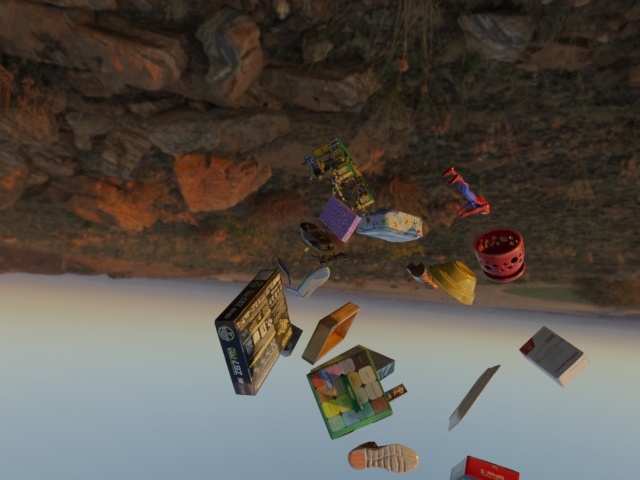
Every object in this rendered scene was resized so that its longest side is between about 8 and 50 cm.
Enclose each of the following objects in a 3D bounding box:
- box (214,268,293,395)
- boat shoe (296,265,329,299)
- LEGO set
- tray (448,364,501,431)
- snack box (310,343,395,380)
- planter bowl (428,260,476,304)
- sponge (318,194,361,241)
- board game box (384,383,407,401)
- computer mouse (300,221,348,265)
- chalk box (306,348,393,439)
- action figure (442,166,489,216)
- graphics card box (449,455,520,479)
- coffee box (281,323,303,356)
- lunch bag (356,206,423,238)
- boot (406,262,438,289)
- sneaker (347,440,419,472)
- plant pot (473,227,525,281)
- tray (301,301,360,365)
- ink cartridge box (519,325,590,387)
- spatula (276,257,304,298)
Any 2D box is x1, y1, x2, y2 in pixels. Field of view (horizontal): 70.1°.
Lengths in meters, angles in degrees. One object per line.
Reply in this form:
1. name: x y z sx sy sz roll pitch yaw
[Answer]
1. box: -0.236 0.335 1.741 0.097 0.318 0.395 -4 -157 20
2. boat shoe: -0.058 0.221 2.544 0.109 0.094 0.302 7 140 -37
3. LEGO set: 0.063 -0.244 1.877 0.192 0.254 0.331 -28 151 14
4. tray: 0.537 0.549 1.612 0.030 0.270 0.145 39 150 21
5. snack box: 0.131 0.515 1.797 0.187 0.060 0.322 16 -162 38
6. planter bowl: 0.536 0.143 1.775 0.217 0.090 0.217 31 -157 -15
7. sponge: 0.075 -0.092 1.869 0.031 0.117 0.210 22 -165 -39
8. board game box: 0.230 0.679 1.882 0.165 0.042 0.243 -11 150 -38
9. computer mouse: -0.023 0.024 1.926 0.262 0.060 0.184 41 -148 24
10. chalk box: 0.079 0.412 1.241 0.179 0.180 0.289 -23 163 0
11. action figure: 0.551 -0.155 1.775 0.280 0.091 0.139 30 118 -32
12. graphics card box: 0.755 1.120 2.136 0.233 0.094 0.370 14 148 11
13. coffee box: -0.229 0.439 2.203 0.247 0.141 0.098 32 154 -8
14. lunch bag: 0.325 -0.069 2.187 0.304 0.114 0.243 15 165 -39
15. boot: 0.485 0.174 2.104 0.152 0.073 0.197 44 -177 -8
16. sneaker: 0.289 0.988 2.119 0.322 0.124 0.180 1 169 8
17. plant pot: 0.754 0.068 1.914 0.191 0.191 0.174 0 128 33
18. tray: 0.057 0.433 2.187 0.076 0.202 0.411 29 -165 17
19. ink cartridge box: 0.799 0.397 1.564 0.072 0.127 0.175 48 180 -30
20. spatula: -0.159 0.192 2.273 0.084 0.030 0.296 14 139 37
